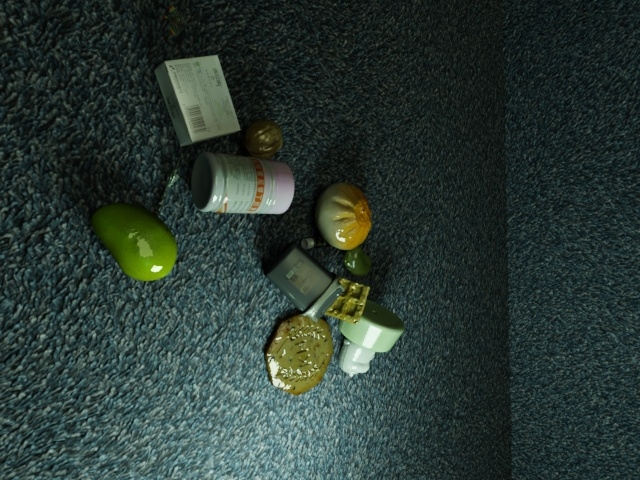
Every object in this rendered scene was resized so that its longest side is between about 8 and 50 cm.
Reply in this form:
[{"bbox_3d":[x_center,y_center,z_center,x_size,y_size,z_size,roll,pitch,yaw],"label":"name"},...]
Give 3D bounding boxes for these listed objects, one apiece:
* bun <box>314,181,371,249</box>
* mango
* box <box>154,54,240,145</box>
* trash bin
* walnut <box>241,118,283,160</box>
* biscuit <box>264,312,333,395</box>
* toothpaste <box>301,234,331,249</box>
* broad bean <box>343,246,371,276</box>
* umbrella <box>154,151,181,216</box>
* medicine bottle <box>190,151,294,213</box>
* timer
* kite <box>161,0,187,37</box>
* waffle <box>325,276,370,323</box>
[{"bbox_3d":[0.125,-0.112,1.789,0.298,0.164,0.299,6,82,-46],"label":"bun"},{"bbox_3d":[-0.554,-0.002,1.271,0.185,0.149,0.273,-38,109,-30],"label":"mango"},{"bbox_3d":[-0.409,-0.468,1.391,0.194,0.111,0.261,-26,105,-36],"label":"box"},{"bbox_3d":[-0.063,0.161,1.616,0.290,0.182,0.209,44,82,-11],"label":"trash bin"},{"bbox_3d":[-0.218,-0.374,1.537,0.166,0.149,0.167,-45,152,-32],"label":"walnut"},{"bbox_3d":[-0.080,0.472,1.742,0.359,0.046,0.359,-2,93,-38],"label":"biscuit"},{"bbox_3d":[0.000,0.000,1.791,0.193,0.045,0.071,-9,96,-45],"label":"toothpaste"},{"bbox_3d":[0.170,0.095,1.904,0.174,0.082,0.124,49,61,-28],"label":"broad bean"},{"bbox_3d":[-0.505,-0.167,1.373,0.044,0.044,0.269,16,82,-11],"label":"umbrella"},{"bbox_3d":[-0.271,-0.196,1.457,0.315,0.202,0.202,-2,93,-39],"label":"medicine bottle"},{"bbox_3d":[0.183,0.452,1.844,0.290,0.290,0.315,12,105,-39],"label":"timer"},{"bbox_3d":[-0.488,-0.733,1.384,0.090,0.004,0.122,5,89,-40],"label":"kite"},{"bbox_3d":[0.057,0.233,1.719,0.057,0.274,0.168,54,54,-66],"label":"waffle"}]
